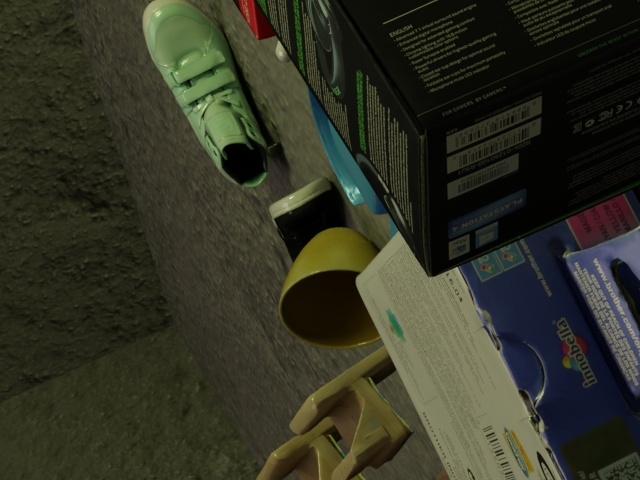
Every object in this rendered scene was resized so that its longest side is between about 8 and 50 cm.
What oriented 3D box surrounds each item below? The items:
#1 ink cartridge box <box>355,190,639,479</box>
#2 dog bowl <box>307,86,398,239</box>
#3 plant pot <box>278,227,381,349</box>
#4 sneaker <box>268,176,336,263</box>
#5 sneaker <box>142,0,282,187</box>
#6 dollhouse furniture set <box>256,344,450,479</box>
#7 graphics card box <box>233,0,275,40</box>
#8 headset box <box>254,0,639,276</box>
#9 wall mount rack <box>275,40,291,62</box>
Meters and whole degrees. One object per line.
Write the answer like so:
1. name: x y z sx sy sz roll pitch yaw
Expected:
1. ink cartridge box: 0.171 0.086 1.442 0.270 0.151 0.395 64 170 7
2. dog bowl: 0.084 -0.047 1.771 0.166 0.074 0.297 86 158 -59
3. plant pot: 0.021 0.043 2.158 0.134 0.134 0.095 78 -171 -45
4. sneaker: 0.000 0.000 2.274 0.121 0.079 0.217 62 177 4
5. sneaker: -0.131 -0.184 2.423 0.256 0.094 0.151 61 178 -27
6. dollhouse furniture set: 0.137 0.313 1.960 0.362 0.256 0.394 51 148 13
7. graphics card box: -0.108 -0.401 1.880 0.233 0.094 0.371 84 160 -58
8. headset box: 0.095 -0.163 1.029 0.283 0.246 0.131 58 166 31
9. wall mount rack: -0.009 -0.305 1.522 0.304 0.130 0.350 68 169 -9
